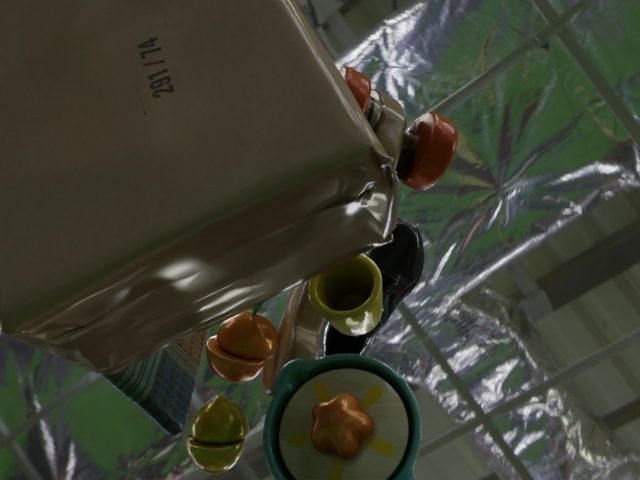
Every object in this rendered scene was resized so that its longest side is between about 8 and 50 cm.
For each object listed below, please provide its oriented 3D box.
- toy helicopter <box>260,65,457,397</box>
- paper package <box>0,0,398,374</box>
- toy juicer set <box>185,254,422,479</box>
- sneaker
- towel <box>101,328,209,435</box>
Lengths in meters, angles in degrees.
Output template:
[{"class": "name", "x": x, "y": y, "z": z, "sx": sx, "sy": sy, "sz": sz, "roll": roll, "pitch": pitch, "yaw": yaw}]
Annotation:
[{"class": "toy helicopter", "x": 0.000, "y": 0.000, "z": 0.835, "sx": 0.140, "sy": 0.235, "sz": 0.355, "roll": 23, "pitch": -103, "yaw": -20}, {"class": "paper package", "x": -0.139, "y": -0.093, "z": 0.652, "sx": 0.309, "sy": 0.168, "sz": 0.325, "roll": -26, "pitch": -116, "yaw": -3}, {"class": "toy juicer set", "x": -0.016, "y": 0.173, "z": 0.633, "sx": 0.209, "sy": 0.089, "sz": 0.329, "roll": -17, "pitch": -124, "yaw": 4}, {"class": "sneaker", "x": 0.080, "y": 0.092, "z": 1.155, "sx": 0.101, "sy": 0.106, "sz": 0.267, "roll": 26, "pitch": -72, "yaw": 7}, {"class": "towel", "x": -0.269, "y": 0.026, "z": 0.832, "sx": 0.040, "sy": 0.271, "sz": 0.370, "roll": -39, "pitch": -75, "yaw": 11}]
